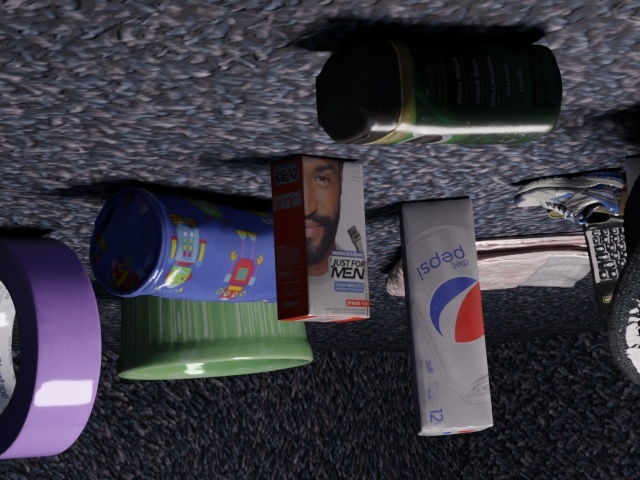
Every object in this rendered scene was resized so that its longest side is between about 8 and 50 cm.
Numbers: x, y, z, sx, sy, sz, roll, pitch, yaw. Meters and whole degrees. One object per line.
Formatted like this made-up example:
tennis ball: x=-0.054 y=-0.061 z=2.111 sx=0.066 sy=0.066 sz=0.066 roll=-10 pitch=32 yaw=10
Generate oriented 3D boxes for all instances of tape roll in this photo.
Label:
tape roll: x=-0.379 y=0.132 z=2.141 sx=0.090 sy=0.275 sz=0.274 roll=2 pitch=169 yaw=-37

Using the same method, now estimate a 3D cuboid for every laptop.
laptop: x=0.460 y=0.013 z=2.276 sx=0.234 sy=0.264 sz=0.136 roll=-6 pitch=-152 yaw=16

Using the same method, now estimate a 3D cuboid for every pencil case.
pencil case: x=-0.134 y=0.007 z=1.980 sx=0.133 sy=0.119 sz=0.306 roll=41 pitch=-161 yaw=29

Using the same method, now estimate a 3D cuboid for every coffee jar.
coffee jar: x=0.092 y=-0.117 z=1.372 sx=0.184 sy=0.079 sz=0.096 roll=-2 pitch=174 yaw=-25

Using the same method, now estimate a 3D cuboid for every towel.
towel: x=0.269 y=0.041 z=2.673 sx=0.317 sy=0.053 sz=0.332 roll=-4 pitch=171 yaw=-4

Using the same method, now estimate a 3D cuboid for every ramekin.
ramekin: x=-0.167 y=0.125 z=2.662 sx=0.303 sy=0.148 sz=0.303 roll=-5 pitch=172 yaw=-1

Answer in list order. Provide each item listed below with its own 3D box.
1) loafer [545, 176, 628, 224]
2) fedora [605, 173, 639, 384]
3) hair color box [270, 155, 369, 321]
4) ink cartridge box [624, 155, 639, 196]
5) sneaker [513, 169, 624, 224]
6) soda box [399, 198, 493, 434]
loafer: x=0.324 y=-0.043 z=2.116 sx=0.056 sy=0.050 sz=0.148 roll=-1 pitch=171 yaw=-26
fedora: x=0.414 y=-0.003 z=1.804 sx=0.334 sy=0.152 sz=0.334 roll=-12 pitch=130 yaw=-14
hair color box: x=0.000 y=0.000 z=1.816 sx=0.093 sy=0.167 sz=0.053 roll=3 pitch=169 yaw=-44
ink cartridge box: x=0.465 y=0.039 z=1.996 sx=0.197 sy=0.270 sz=0.198 roll=-5 pitch=172 yaw=14
sneaker: x=0.293 y=-0.047 z=2.045 sx=0.135 sy=0.058 sz=0.052 roll=-8 pitch=171 yaw=25
soda box: x=0.154 y=0.096 z=2.154 sx=0.091 sy=0.286 sz=0.098 roll=-4 pitch=170 yaw=-1
